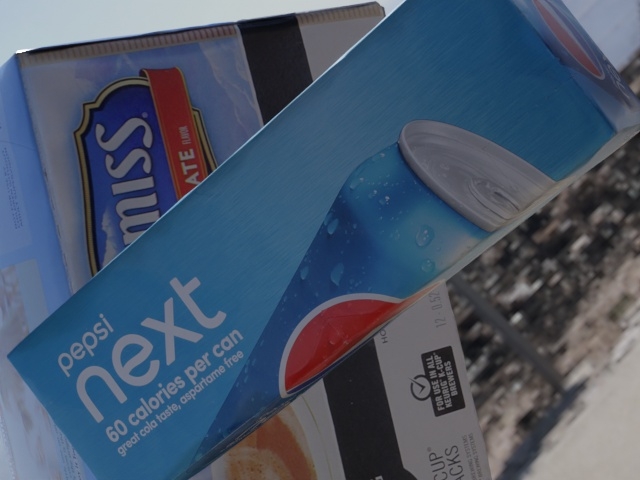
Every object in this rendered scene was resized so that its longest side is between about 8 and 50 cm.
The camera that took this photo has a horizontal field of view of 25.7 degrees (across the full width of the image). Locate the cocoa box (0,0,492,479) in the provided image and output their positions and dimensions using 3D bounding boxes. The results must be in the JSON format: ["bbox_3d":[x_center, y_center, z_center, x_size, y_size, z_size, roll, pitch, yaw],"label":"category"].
[{"bbox_3d":[-0.072,0.058,0.853,0.228,0.347,0.231,-13,0,-27],"label":"cocoa box"}]

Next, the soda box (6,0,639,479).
[{"bbox_3d":[0.000,0.000,0.459,0.210,0.071,0.067,-40,-7,23],"label":"soda box"}]
